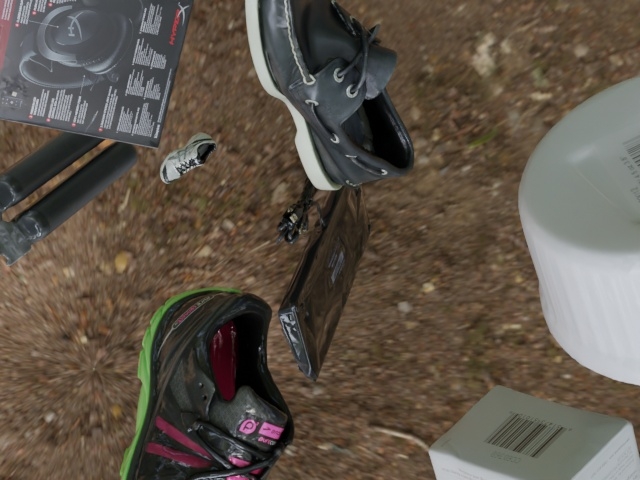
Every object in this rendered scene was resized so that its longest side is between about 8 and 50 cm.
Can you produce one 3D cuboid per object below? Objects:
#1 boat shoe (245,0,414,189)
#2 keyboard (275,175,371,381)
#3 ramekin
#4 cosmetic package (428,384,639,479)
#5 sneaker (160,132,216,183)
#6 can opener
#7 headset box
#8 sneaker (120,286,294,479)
[{"bbox_3d":[0.021,-0.156,1.264,0.113,0.340,0.127,6,56,19],"label":"boat shoe"},{"bbox_3d":[0.000,0.000,1.597,0.033,0.317,0.202,-3,124,18],"label":"keyboard"},{"bbox_3d":[0.301,-0.024,1.125,0.277,0.277,0.135,-37,127,-11],"label":"ramekin"},{"bbox_3d":[0.299,0.398,1.683,0.156,0.217,0.385,-36,121,-33],"label":"cosmetic package"},{"bbox_3d":[-0.166,-0.103,1.689,0.083,0.037,0.032,-46,130,-10],"label":"sneaker"},{"bbox_3d":[-0.283,-0.026,1.218,0.076,0.095,0.283,57,40,-12],"label":"can opener"},{"bbox_3d":[-0.098,-0.075,0.520,0.083,0.032,0.062,9,107,-19],"label":"headset box"},{"bbox_3d":[-0.144,0.282,1.765,0.185,0.202,0.483,19,62,-44],"label":"sneaker"}]
